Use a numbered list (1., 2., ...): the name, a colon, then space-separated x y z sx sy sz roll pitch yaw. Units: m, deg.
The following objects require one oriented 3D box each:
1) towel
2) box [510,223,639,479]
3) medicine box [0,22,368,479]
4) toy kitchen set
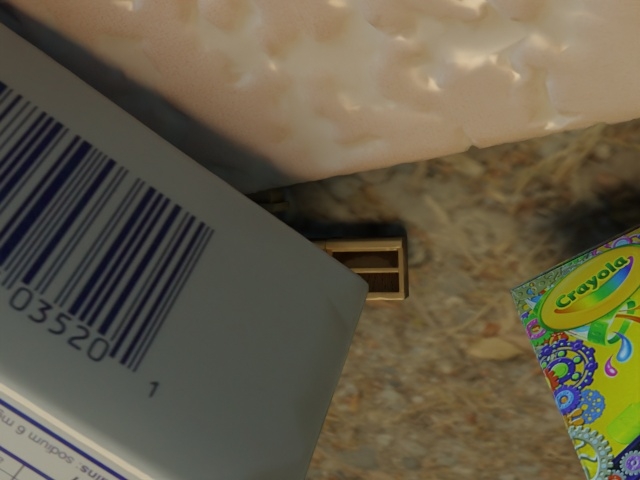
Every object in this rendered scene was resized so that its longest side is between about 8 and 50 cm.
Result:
1. towel: -0.039 -0.156 0.397 0.316 0.053 0.332 -10 133 23
2. box: 0.249 0.159 0.473 0.177 0.279 0.290 -28 126 12
3. medicine box: -0.171 0.067 0.490 0.263 0.149 0.289 35 133 -10
4. toy kitchen set: 0.000 0.000 0.547 0.075 0.083 0.068 -1 94 14
